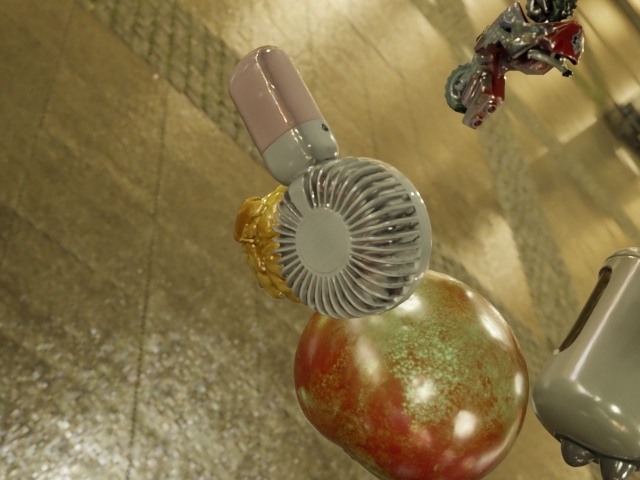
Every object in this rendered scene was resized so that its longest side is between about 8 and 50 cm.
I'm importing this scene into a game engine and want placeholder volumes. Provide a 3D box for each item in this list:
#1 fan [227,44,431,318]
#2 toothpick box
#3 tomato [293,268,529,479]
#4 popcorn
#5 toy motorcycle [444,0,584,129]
[{"bbox_3d":[-0.002,-0.051,0.957,0.074,0.130,0.244,-10,68,-52],"label":"fan"},{"bbox_3d":[0.442,0.193,1.663,0.229,0.316,0.229,31,-17,11],"label":"toothpick box"},{"bbox_3d":[0.110,0.146,1.312,0.270,0.222,0.270,25,8,-4],"label":"tomato"},{"bbox_3d":[0.000,0.000,1.646,0.250,0.190,0.250,9,16,-2],"label":"popcorn"},{"bbox_3d":[0.243,-0.218,1.428,0.082,0.213,0.122,21,35,-39],"label":"toy motorcycle"}]
